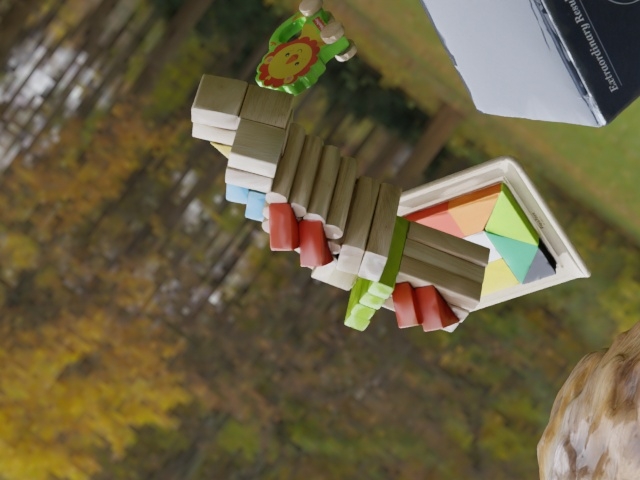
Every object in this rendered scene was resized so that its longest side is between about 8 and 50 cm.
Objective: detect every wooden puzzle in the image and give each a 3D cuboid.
[{"bbox_3d":[0.201,0.005,2.181,0.221,0.239,0.044,53,-144,-32],"label":"wooden puzzle"}]

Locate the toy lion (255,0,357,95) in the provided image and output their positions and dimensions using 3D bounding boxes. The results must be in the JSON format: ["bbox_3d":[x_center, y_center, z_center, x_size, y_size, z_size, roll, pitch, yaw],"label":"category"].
[{"bbox_3d":[-0.021,-0.177,1.578,0.034,0.096,0.100,53,-176,-38],"label":"toy lion"}]

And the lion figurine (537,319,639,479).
[{"bbox_3d":[0.317,0.112,0.972,0.392,0.240,0.142,15,-173,33],"label":"lion figurine"}]

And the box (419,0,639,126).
[{"bbox_3d":[0.294,-0.351,1.741,0.212,0.395,0.293,13,139,56],"label":"box"}]

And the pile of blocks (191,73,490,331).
[{"bbox_3d":[0.000,0.000,1.538,0.362,0.149,0.112,37,-132,-27],"label":"pile of blocks"}]
